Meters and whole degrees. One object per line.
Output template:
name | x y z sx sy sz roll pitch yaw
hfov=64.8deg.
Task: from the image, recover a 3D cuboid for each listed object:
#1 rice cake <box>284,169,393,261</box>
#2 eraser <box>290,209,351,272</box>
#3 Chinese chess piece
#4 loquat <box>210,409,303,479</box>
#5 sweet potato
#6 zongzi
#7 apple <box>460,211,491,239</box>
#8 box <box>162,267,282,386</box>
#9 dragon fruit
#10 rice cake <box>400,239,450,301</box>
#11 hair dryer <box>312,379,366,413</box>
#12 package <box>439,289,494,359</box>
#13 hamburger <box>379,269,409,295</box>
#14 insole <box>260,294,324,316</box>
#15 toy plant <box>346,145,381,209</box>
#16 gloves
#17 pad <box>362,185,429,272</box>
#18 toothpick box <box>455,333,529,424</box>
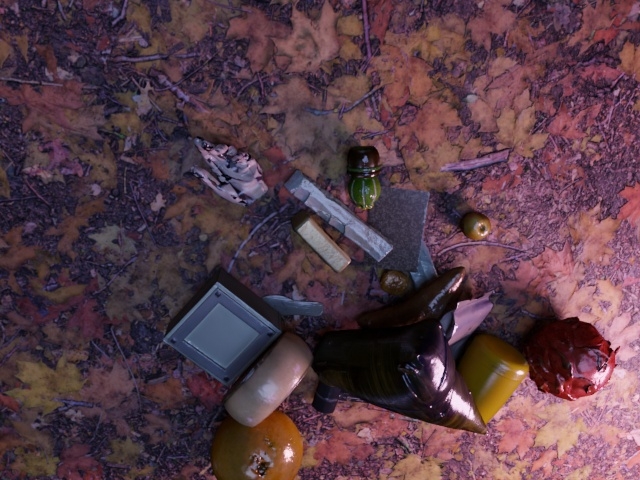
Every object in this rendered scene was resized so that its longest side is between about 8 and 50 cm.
rice cake | 0.051 -0.066 1.350 0.336 0.063 0.066 37 104 -11
eraser | 0.000 0.000 1.340 0.058 0.117 0.172 -43 107 6
Chinese chess piece | -0.141 0.366 1.351 0.112 0.270 0.270 44 97 0
loquat | -0.181 0.602 1.438 0.264 0.263 0.262 -2 107 -7
sweet potato | 0.272 0.192 1.416 0.342 0.092 0.114 -30 90 17
zongzi | 0.217 0.410 1.403 0.404 0.207 0.432 -11 128 39
apple | 0.437 -0.039 1.414 0.084 0.071 0.083 -2 107 -7
box | -0.263 0.239 1.371 0.225 0.117 0.225 41 99 -17
dragon fruit | 0.734 0.351 1.496 0.241 0.241 0.252 39 87 -17
rice cake | 0.298 0.099 1.450 0.085 0.040 0.226 -24 109 6
hair dryer | 0.092 0.461 1.522 0.219 0.071 0.124 15 104 -19
package | 0.400 0.258 1.455 0.204 0.062 0.250 -10 125 -44
hamburger | 0.212 0.121 1.445 0.084 0.044 0.076 17 103 -10
insole | -0.083 0.190 1.444 0.189 0.004 0.064 7 106 -10
toy plant | 0.115 -0.162 1.321 0.093 0.092 0.162 -8 108 -6
gloves | -0.233 -0.182 1.263 0.128 0.111 0.212 -28 113 26
pad | 0.206 -0.030 1.393 0.159 0.003 0.234 8 106 11
toothpick box | 0.479 0.432 1.509 0.175 0.175 0.271 21 109 -13
